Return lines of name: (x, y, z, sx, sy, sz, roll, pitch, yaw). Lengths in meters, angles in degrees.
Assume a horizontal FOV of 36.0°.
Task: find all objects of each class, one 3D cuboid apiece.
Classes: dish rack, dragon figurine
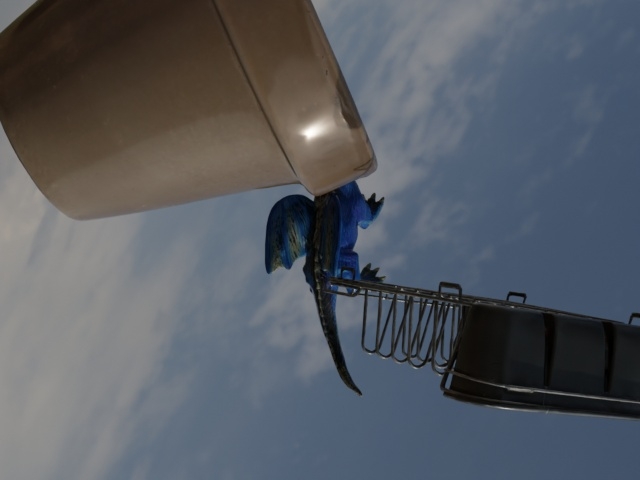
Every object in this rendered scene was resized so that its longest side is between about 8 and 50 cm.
dish rack: (0.131, 0.073, 0.753, 0.271, 0.208, 0.074, 8, -92, 63)
dragon figurine: (0.000, 0.000, 0.969, 0.085, 0.144, 0.289, 0, -104, 28)

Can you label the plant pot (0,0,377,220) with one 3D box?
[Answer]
plant pot: (-0.112, -0.128, 0.731, 0.229, 0.263, 0.263, -23, -147, 3)
